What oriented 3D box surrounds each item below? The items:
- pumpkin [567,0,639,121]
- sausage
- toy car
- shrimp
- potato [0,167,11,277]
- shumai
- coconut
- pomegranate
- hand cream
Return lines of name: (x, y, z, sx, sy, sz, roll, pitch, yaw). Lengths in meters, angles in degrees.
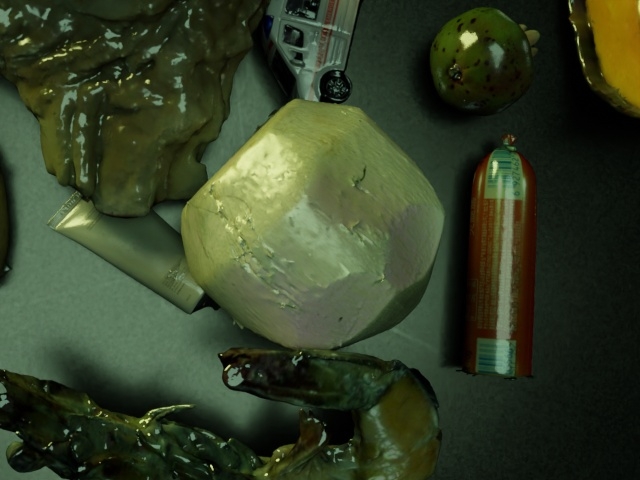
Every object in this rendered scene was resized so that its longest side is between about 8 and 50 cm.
pumpkin: (0.404, -0.268, 0.879, 0.226, 0.256, 0.303, 3, 111, -16)
sausage: (0.196, 0.015, 0.911, 0.083, 0.083, 0.263, 5, 85, -11)
toy car: (-0.012, -0.217, 0.871, 0.108, 0.089, 0.209, 14, 83, -10)
shrimp: (-0.074, 0.175, 0.746, 0.445, 0.085, 0.272, 23, 121, -30)
potato: (-0.360, -0.073, 0.773, 0.243, 0.098, 0.138, 37, 66, -22)
shumai: (-0.197, -0.191, 0.821, 0.346, 0.217, 0.283, -10, 120, -2)
coconut: (-0.001, 0.001, 0.792, 0.230, 0.227, 0.227, 46, 80, -11)
pomegranate: (0.184, -0.195, 0.909, 0.142, 0.114, 0.114, -31, 94, -37)
hand cream: (-0.172, 0.008, 0.850, 0.186, 0.054, 0.087, 38, 72, -1)
